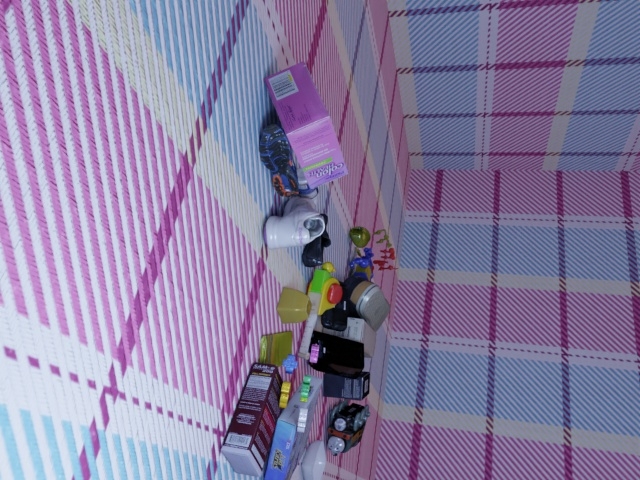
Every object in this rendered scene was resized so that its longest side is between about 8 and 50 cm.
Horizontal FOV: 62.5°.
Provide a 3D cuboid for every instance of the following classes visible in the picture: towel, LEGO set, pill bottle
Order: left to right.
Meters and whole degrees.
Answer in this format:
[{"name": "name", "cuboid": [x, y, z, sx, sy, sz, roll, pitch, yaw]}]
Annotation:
[{"name": "towel", "cuboid": [-0.122, 0.318, 1.520, 0.237, 0.021, 0.102, 19, 75, -73]}, {"name": "LEGO set", "cuboid": [-0.062, 0.365, 1.352, 0.093, 0.087, 0.227, 96, 3, -65]}, {"name": "pill bottle", "cuboid": [-0.042, -0.162, 1.629, 0.120, 0.067, 0.067, 73, 25, -49]}]

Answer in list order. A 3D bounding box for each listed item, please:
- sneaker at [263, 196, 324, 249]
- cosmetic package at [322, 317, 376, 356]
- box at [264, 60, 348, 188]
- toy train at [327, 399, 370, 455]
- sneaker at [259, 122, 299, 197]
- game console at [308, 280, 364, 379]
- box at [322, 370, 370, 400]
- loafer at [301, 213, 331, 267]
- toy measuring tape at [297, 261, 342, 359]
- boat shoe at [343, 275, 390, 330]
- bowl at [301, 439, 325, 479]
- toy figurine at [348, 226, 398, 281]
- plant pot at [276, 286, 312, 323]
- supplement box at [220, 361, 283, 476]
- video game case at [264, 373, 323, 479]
[{"name": "sneaker", "cuboid": [-0.046, -0.045, 1.488, 0.305, 0.152, 0.114, -55, 142, -64]}, {"name": "cosmetic package", "cuboid": [0.119, 0.388, 2.108, 0.309, 0.160, 0.113, 52, 45, -64]}, {"name": "box", "cuboid": [-0.035, -0.300, 1.399, 0.243, 0.117, 0.213, 62, 6, -59]}, {"name": "toy train", "cuboid": [0.115, 0.784, 2.217, 0.334, 0.142, 0.190, 22, 81, -72]}, {"name": "sneaker", "cuboid": [-0.110, -0.218, 1.402, 0.221, 0.083, 0.087, 80, 5, -45]}, {"name": "game console", "cuboid": [0.063, 0.308, 1.903, 0.044, 0.213, 0.361, -38, -140, 47]}, {"name": "box", "cuboid": [0.105, 0.567, 2.084, 0.156, 0.158, 0.093, 21, 72, -72]}, {"name": "loafer", "cuboid": [0.000, 0.000, 1.777, 0.076, 0.078, 0.223, 75, 24, -47]}, {"name": "toy measuring tape", "cuboid": [0.001, 0.235, 1.773, 0.121, 0.121, 0.330, 30, 71, -72]}, {"name": "boat shoe", "cuboid": [0.190, 0.290, 2.290, 0.187, 0.156, 0.500, -50, 154, -14]}, {"name": "bowl", "cuboid": [-0.026, 0.795, 1.866, 0.142, 0.053, 0.142, -61, 149, -55]}, {"name": "toy figurine", "cuboid": [0.221, 0.124, 2.379, 0.362, 0.191, 0.217, 67, 35, -53]}, {"name": "plant pot", "cuboid": [-0.072, 0.196, 1.558, 0.081, 0.083, 0.081, 74, 25, -47]}, {"name": "supplement box", "cuboid": [-0.160, 0.444, 1.320, 0.130, 0.073, 0.239, 78, 23, -43]}, {"name": "video game case", "cuboid": [-0.080, 0.564, 1.528, 0.244, 0.061, 0.269, -44, 149, -68]}]
